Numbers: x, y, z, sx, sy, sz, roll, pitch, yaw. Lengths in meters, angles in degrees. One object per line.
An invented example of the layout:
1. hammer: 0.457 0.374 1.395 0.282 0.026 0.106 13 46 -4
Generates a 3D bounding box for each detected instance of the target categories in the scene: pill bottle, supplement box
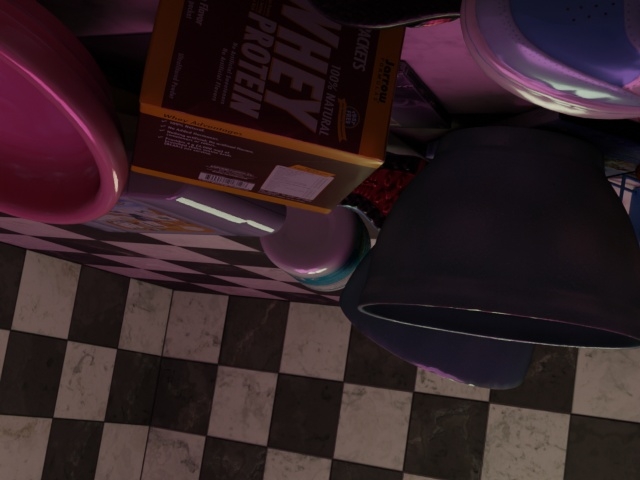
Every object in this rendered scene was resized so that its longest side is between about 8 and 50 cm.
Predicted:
1. pill bottle: 0.000 0.000 1.561 0.146 0.146 0.264 7 171 11
2. supplement box: -0.051 -0.122 0.839 0.191 0.129 0.194 12 167 -10

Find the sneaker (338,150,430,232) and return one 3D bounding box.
1. sneaker: 0.040 -0.086 1.203 0.262 0.104 0.125 21 -166 -34

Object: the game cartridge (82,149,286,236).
1. game cartridge: -0.212 -0.050 1.102 0.297 0.062 0.198 2 173 35

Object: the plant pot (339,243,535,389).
1. plant pot: 0.196 0.053 1.427 0.290 0.195 0.290 20 -164 -6

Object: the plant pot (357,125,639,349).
1. plant pot: 0.197 -0.004 1.038 0.293 0.196 0.293 8 171 1

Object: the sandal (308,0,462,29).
1. sandal: 0.071 -0.173 0.676 0.179 0.067 0.040 4 -178 9

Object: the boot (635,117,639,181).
1. boot: 0.345 -0.077 0.889 0.295 0.104 0.211 8 172 -22

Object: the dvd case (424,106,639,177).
1. dvd case: 0.255 -0.098 1.097 0.180 0.022 0.253 12 170 -24

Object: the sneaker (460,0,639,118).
1. sneaker: 0.248 -0.141 0.526 0.319 0.127 0.208 0 174 -7

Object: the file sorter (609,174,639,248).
1. file sorter: 0.380 -0.025 1.142 0.105 0.118 0.170 16 169 -25

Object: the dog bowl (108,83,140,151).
1. dog bowl: -0.308 -0.129 1.184 0.349 0.102 0.349 9 172 1

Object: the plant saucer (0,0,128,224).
1. plant saucer: -0.317 -0.141 0.895 0.332 0.084 0.332 18 153 10

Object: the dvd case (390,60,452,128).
1. dvd case: 0.008 -0.148 1.030 0.221 0.018 0.164 5 170 24
